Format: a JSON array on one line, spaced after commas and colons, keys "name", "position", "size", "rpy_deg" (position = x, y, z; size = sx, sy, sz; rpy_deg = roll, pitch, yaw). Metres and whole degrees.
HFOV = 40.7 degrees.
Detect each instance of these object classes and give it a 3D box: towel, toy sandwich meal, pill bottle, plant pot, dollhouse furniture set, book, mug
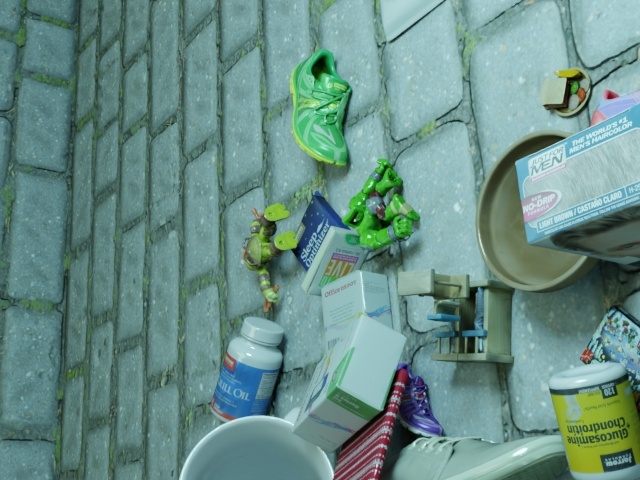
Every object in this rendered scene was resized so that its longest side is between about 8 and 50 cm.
[{"name": "towel", "position": [0.070, 0.357, 1.409], "size": [0.199, 0.031, 0.274], "rpy_deg": [-55, 10, 48]}, {"name": "toy sandwich meal", "position": [0.380, -0.233, 1.340], "size": [0.086, 0.029, 0.085], "rpy_deg": [-19, 66, 52]}, {"name": "pill bottle", "position": [0.372, 0.260, 1.137], "size": [0.103, 0.103, 0.184], "rpy_deg": [-18, 86, 52]}, {"name": "plant pot", "position": [0.349, -0.037, 1.263], "size": [0.237, 0.110, 0.237], "rpy_deg": [-18, 68, 51]}, {"name": "dollhouse furniture set", "position": [0.197, 0.124, 1.371], "size": [0.129, 0.184, 0.129], "rpy_deg": [-11, 72, 53]}, {"name": "pill bottle", "position": [-0.154, 0.284, 1.882], "size": [0.124, 0.124, 0.221], "rpy_deg": [30, 106, 54]}, {"name": "book", "position": [0.035, 0.045, 1.701], "size": [0.144, 0.096, 0.035], "rpy_deg": [-65, 34, 21]}, {"name": "mug", "position": [-0.096, 0.486, 1.625], "size": [0.328, 0.276, 0.374], "rpy_deg": [93, -161, -52]}]

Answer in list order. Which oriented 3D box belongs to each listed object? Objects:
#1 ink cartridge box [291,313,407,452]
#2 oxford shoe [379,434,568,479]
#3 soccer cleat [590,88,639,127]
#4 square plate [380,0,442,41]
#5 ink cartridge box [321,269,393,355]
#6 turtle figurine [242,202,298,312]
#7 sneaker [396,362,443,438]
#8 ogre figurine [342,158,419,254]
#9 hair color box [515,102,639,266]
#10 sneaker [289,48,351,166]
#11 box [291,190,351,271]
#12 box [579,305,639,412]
[{"name": "ink cartridge box", "position": [0.046, 0.250, 1.480], "size": [0.212, 0.093, 0.154], "rpy_deg": [-57, 7, 51]}, {"name": "oxford shoe", "position": [0.198, 0.359, 1.334], "size": [0.449, 0.169, 0.130], "rpy_deg": [-41, 48, 48]}, {"name": "soccer cleat", "position": [0.470, -0.174, 1.158], "size": [0.248, 0.083, 0.095], "rpy_deg": [-1, 76, 58]}, {"name": "square plate", "position": [0.209, -0.617, 1.670], "size": [0.344, 0.049, 0.347], "rpy_deg": [-29, 58, 48]}, {"name": "ink cartridge box", "position": [0.071, 0.159, 1.638], "size": [0.127, 0.072, 0.175], "rpy_deg": [-28, 59, 48]}, {"name": "turtle figurine", "position": [-0.128, 0.007, 1.913], "size": [0.217, 0.087, 0.269], "rpy_deg": [127, 142, -54]}, {"name": "sneaker", "position": [0.162, 0.275, 1.488], "size": [0.071, 0.068, 0.170], "rpy_deg": [-58, 39, 19]}, {"name": "ogre figurine", "position": [0.108, -0.058, 1.627], "size": [0.118, 0.097, 0.197], "rpy_deg": [-41, 60, 27]}, {"name": "hair color box", "position": [0.405, -0.041, 0.975], "size": [0.174, 0.347, 0.105], "rpy_deg": [-27, 60, 49]}, {"name": "sneaker", "position": [0.003, -0.286, 1.822], "size": [0.123, 0.110, 0.295], "rpy_deg": [-46, 46, 44]}, {"name": "box", "position": [0.000, 0.000, 1.817], "size": [0.136, 0.037, 0.225], "rpy_deg": [-64, 36, 21]}, {"name": "box", "position": [0.426, 0.165, 1.172], "size": [0.137, 0.027, 0.094], "rpy_deg": [48, 121, 49]}]
